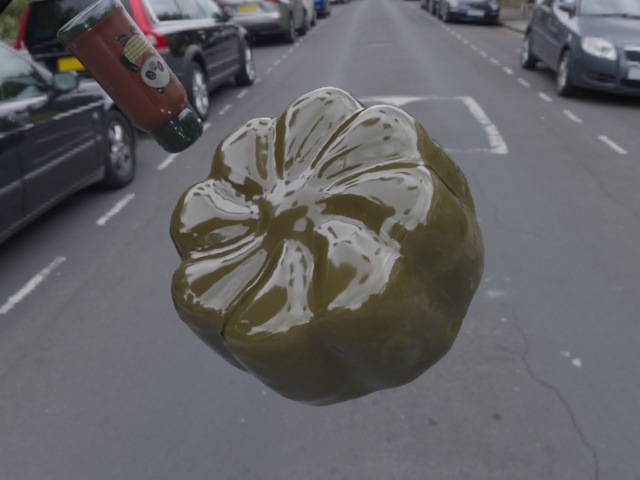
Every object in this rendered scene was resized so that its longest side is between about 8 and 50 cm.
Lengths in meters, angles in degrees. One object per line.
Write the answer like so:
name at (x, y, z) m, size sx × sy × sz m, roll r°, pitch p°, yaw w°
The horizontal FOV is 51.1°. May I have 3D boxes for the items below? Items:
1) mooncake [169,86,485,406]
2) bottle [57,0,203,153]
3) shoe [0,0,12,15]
mooncake at (0.000, 0.000, 0.806) m, size 0.378 × 0.201 × 0.378 m, roll -18°, pitch 55°, yaw 27°
bottle at (-0.376, -0.331, 1.390) m, size 0.144 × 0.336 × 0.144 m, roll -27°, pitch 31°, yaw 18°
shoe at (-0.387, -0.263, 0.605) m, size 0.171 × 0.384 × 0.237 m, roll 28°, pitch 20°, yaw -42°
